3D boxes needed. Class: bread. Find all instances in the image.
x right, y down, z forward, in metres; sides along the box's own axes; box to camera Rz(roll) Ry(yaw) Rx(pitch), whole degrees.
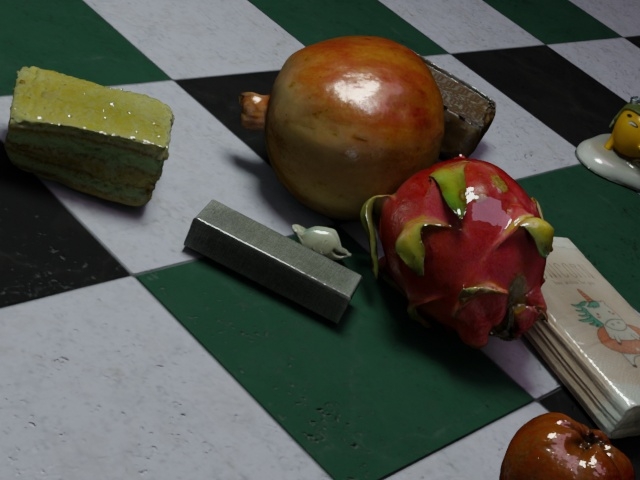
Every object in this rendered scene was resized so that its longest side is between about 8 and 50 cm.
[{"bbox_3d":[-0.276,-0.124,1.442,0.196,0.102,0.138,14,29,-13],"label":"bread"}]

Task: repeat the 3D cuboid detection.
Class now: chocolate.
[{"bbox_3d":[0.164,-0.216,1.919,0.214,0.093,0.148,30,29,7],"label":"chocolate"}]

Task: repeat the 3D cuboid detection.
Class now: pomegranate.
[{"bbox_3d":[0.025,-0.153,1.594,0.270,0.229,0.252,8,40,-7],"label":"pomegranate"}]

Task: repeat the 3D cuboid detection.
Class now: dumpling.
[{"bbox_3d":[0.000,0.001,1.512,0.077,0.043,0.059,3,17,-7],"label":"dumpling"}]

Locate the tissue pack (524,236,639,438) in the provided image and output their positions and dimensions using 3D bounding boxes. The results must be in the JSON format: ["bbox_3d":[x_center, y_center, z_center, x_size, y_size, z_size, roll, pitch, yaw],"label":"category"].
[{"bbox_3d":[0.341,0.113,1.557,0.170,0.071,0.325,0,39,-34],"label":"tissue pack"}]

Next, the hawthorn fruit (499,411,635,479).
[{"bbox_3d":[0.239,0.247,1.213,0.133,0.138,0.133,25,16,-8],"label":"hawthorn fruit"}]

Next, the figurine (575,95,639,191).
[{"bbox_3d":[0.578,-0.182,2.126,0.250,0.141,0.166,-4,40,-41],"label":"figurine"}]

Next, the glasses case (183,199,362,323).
[{"bbox_3d":[-0.056,0.025,1.425,0.205,0.047,0.071,27,26,3],"label":"glasses case"}]

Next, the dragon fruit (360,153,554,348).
[{"bbox_3d":[0.173,0.013,1.467,0.224,0.224,0.227,12,35,-21],"label":"dragon fruit"}]
